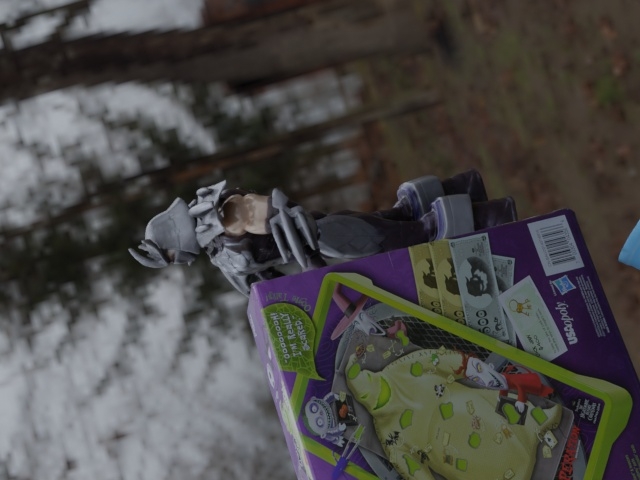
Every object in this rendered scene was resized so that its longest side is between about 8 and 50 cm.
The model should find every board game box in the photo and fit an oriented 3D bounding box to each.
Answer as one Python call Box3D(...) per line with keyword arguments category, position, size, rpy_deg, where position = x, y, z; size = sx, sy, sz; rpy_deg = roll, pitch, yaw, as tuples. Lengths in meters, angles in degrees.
Box3D(category="board game box", position=(0.104, 0.162, 1.109), size=(0.056, 0.208, 0.347), rpy_deg=(111, 144, -63))

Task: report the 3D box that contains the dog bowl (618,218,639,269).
Box3D(category="dog bowl", position=(0.278, -0.076, 1.062), size=(0.074, 0.297, 0.166), rpy_deg=(40, -142, 13))

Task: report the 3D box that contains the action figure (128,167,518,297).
Box3D(category="action figure", position=(0.000, 0.000, 1.427), size=(0.185, 0.285, 0.099), rpy_deg=(-174, 81, -76))
